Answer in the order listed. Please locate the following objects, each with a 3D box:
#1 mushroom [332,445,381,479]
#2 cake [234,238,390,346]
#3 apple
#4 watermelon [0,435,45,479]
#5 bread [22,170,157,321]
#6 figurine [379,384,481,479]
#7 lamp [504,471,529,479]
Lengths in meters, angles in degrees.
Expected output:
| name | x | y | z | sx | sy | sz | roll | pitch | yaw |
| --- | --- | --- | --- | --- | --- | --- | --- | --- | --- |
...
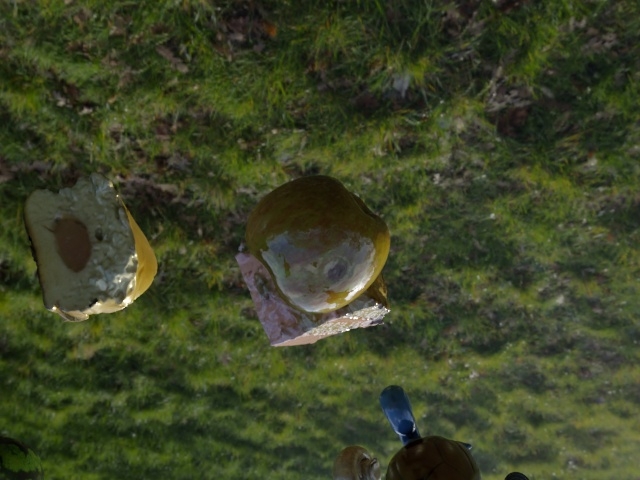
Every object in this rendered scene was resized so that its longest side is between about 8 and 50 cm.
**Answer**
| name | x | y | z | sx | sy | sz | roll | pitch | yaw |
| --- | --- | --- | --- | --- | --- | --- | --- | --- | --- |
| mushroom | 0.109 | 0.678 | 1.620 | 0.127 | 0.166 | 0.166 | -29 | 149 | 34 |
| cake | -0.002 | 0.109 | 1.504 | 0.307 | 0.314 | 0.293 | -29 | 158 | 18 |
| apple | 0.000 | 0.000 | 1.059 | 0.265 | 0.264 | 0.264 | -7 | 156 | -3 |
| watermelon | -0.477 | 0.319 | 0.746 | 0.159 | 0.128 | 0.303 | 7 | 166 | 34 |
| bread | -0.404 | 0.022 | 0.974 | 0.184 | 0.211 | 0.224 | -21 | 118 | -6 |
| figurine | 0.242 | 0.503 | 1.151 | 0.298 | 0.416 | 0.243 | -21 | 132 | -2 |
| lamp | 0.398 | 0.715 | 1.304 | 0.130 | 0.371 | 0.108 | 29 | 166 | 38 |
